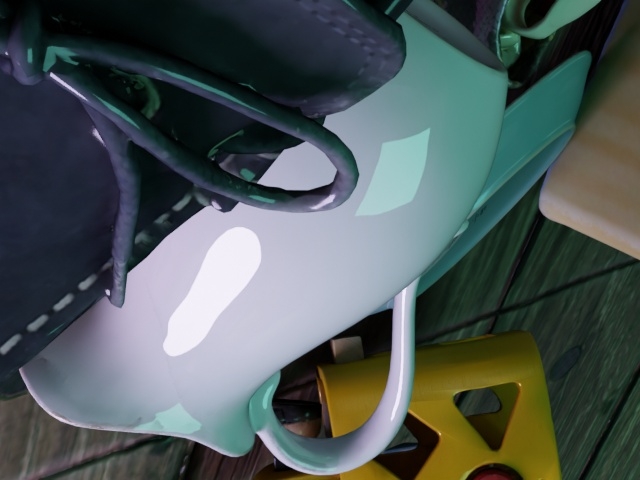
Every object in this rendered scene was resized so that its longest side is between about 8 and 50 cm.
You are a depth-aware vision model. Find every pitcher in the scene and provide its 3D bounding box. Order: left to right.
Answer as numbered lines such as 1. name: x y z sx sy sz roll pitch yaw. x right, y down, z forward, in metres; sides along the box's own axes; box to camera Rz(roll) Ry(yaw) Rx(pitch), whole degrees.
1. pitcher: 0.000 0.000 0.621 0.177 0.125 0.207 26 110 -32

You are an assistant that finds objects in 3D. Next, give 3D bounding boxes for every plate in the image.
1. plate: 0.074 -0.018 0.748 0.188 0.024 0.188 -44 172 -8

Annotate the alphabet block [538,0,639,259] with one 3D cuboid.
1. alphabet block: 0.267 -0.054 0.811 0.192 0.197 0.193 7 107 -58

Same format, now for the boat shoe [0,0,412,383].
1. boat shoe: -0.068 -0.082 0.378 0.500 0.156 0.187 -49 123 4

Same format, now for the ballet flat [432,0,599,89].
1. ballet flat: 0.122 -0.162 0.657 0.077 0.079 0.222 4 121 -50

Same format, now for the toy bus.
1. toy bus: 0.027 0.102 0.808 0.202 0.191 0.104 -6 87 -50
